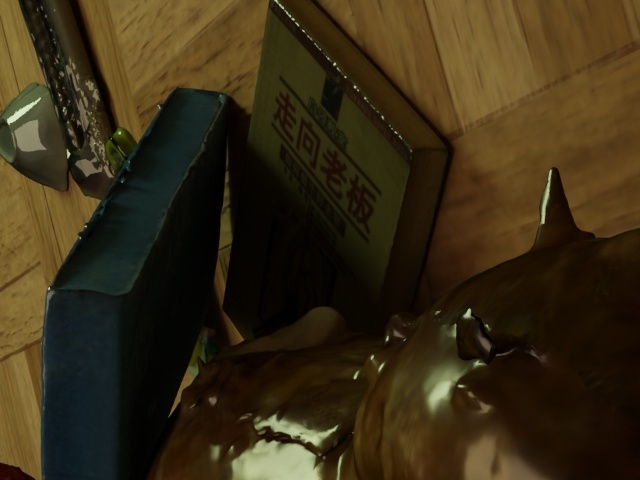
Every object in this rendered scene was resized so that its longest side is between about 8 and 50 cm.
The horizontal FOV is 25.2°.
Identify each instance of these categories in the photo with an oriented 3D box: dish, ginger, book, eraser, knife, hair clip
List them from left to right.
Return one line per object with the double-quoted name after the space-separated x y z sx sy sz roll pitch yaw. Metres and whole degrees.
-0.260 -0.089 1.237 0.137 0.039 0.091 18 117 58 "dish"
-0.220 -0.202 1.111 0.089 0.043 0.365 -32 74 63 "knife"
-0.093 0.026 0.784 0.312 0.042 0.144 -77 -6 -67 "eraser"
-0.107 0.010 0.994 0.060 0.033 0.188 -33 75 64 "hair clip"
0.000 0.000 0.793 0.161 0.026 0.231 52 143 40 "book"
0.060 0.094 0.568 0.418 0.176 0.254 16 103 61 "ginger"

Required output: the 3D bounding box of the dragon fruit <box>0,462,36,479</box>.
-0.302 0.334 1.311 0.315 0.250 0.250 112 140 -73 "dragon fruit"
